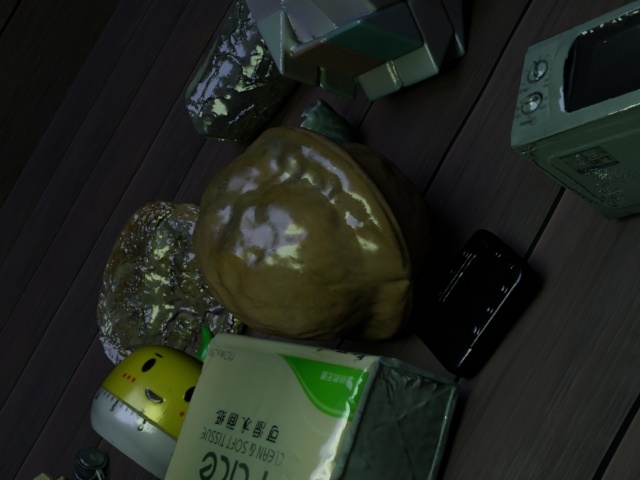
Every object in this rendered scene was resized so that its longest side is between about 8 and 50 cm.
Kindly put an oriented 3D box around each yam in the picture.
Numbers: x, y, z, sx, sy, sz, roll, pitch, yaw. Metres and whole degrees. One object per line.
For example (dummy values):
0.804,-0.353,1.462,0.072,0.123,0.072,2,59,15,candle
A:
-0.165,-0.340,2.158,0.271,0.202,0.201,-44,72,15,yam

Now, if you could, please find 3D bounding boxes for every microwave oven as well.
0.417,-0.174,1.211,0.295,0.237,0.181,-17,51,48,microwave oven

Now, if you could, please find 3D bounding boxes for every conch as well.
-0.047,-0.123,1.866,0.220,0.196,0.277,-95,19,-69,conch

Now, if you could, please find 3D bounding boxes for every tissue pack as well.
-0.034,0.316,1.463,0.405,0.205,0.331,0,69,54,tissue pack

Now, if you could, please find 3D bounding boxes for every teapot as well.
-0.470,0.471,2.064,0.088,0.066,0.057,46,125,33,teapot

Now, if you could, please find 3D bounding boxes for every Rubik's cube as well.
0.058,-0.432,1.792,0.387,0.368,0.358,-32,9,-40,Rubik's cube

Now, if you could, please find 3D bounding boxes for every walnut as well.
-0.013,0.000,1.567,0.384,0.384,0.383,-33,42,35,walnut

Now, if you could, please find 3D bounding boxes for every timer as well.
-0.229,0.266,1.725,0.285,0.285,0.285,-33,42,35,timer
0.221,0.090,1.441,0.187,0.055,0.144,-57,31,12,timer

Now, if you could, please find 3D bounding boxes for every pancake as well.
-0.292,0.111,1.970,0.387,0.082,0.386,-3,83,29,pancake

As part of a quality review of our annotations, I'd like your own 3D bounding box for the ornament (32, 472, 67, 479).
-0.597,0.608,2.124,0.180,0.059,0.201,-41,39,31,ornament
